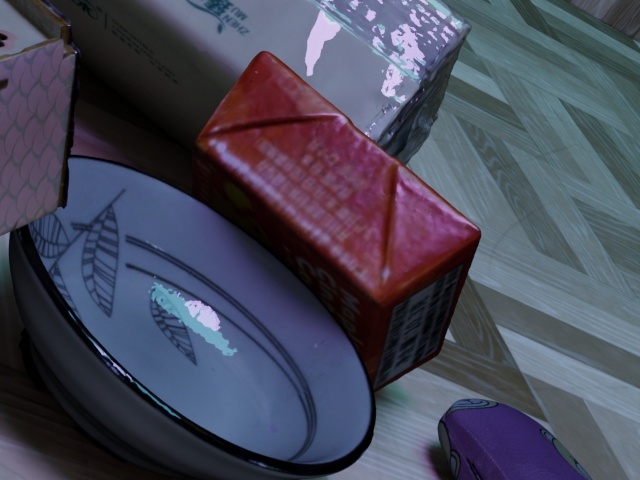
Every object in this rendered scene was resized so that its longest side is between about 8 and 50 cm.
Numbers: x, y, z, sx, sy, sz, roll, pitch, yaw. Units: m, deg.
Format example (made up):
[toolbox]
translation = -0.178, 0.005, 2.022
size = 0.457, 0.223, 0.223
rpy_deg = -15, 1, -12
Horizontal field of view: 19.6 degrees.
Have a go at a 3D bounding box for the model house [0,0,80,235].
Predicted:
[model house]
translation = -0.279, -0.089, 1.199
size = 0.244, 0.169, 0.326
rpy_deg = 7, 25, -4

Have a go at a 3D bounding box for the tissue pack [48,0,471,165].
[tissue pack]
translation = -0.070, -0.197, 1.702
size = 0.380, 0.207, 0.297
rpy_deg = 38, -13, 8

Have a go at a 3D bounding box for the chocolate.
[chocolate]
translation = 0.000, 0.000, 1.499
size = 0.235, 0.237, 0.108
rpy_deg = 41, 65, 14

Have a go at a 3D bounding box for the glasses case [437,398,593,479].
[glasses case]
translation = 0.193, 0.240, 1.471
size = 0.123, 0.076, 0.316
rpy_deg = 19, 26, -38

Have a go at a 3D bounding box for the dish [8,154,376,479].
[dish]
translation = -0.112, 0.078, 1.314
size = 0.316, 0.106, 0.316
rpy_deg = 32, 22, -15
